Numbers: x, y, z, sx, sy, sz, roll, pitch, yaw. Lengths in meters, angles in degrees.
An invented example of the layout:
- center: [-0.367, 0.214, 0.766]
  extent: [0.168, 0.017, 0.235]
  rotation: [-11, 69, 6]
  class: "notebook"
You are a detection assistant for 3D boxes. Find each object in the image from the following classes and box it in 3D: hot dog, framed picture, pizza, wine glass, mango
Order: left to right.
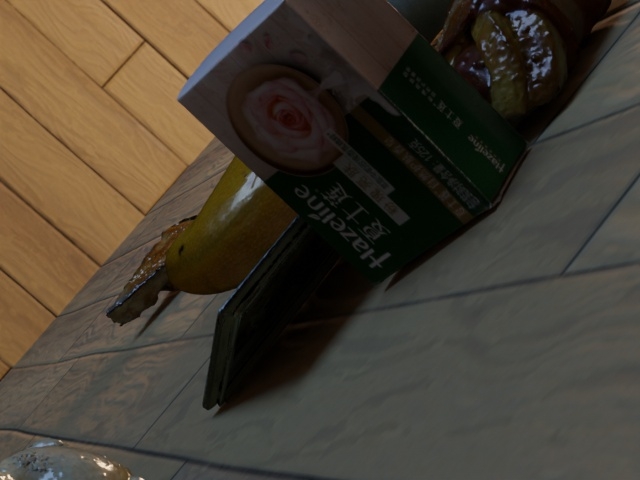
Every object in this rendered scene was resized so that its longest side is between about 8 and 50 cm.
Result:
- center: [-0.197, 0.040, 2.184]
  extent: [0.195, 0.052, 0.185]
  rotation: [-46, 15, -20]
  class: "pizza"
- center: [-0.040, -0.041, 1.608]
  extent: [0.262, 0.109, 0.157]
  rotation: [-51, 18, 10]
  class: "mango"
- center: [0.000, 0.000, 1.320]
  extent: [0.274, 0.017, 0.217]
  rotation: [-52, -9, -21]
  class: "framed picture"
- center: [0.091, -0.259, 1.933]
  extent: [0.231, 0.103, 0.103]
  rotation: [-41, 11, 23]
  class: "wine glass"
- center: [0.134, -0.151, 1.240]
  extent: [0.146, 0.103, 0.213]
  rotation: [-41, 11, 40]
  class: "hot dog"

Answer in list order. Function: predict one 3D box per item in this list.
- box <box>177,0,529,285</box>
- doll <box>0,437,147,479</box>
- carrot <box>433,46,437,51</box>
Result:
- center: [0.022, -0.081, 1.154]
  extent: [0.135, 0.199, 0.081]
  rotation: [-38, 11, 44]
  class: "box"
- center: [-0.235, 0.259, 1.167]
  extent: [0.175, 0.149, 0.278]
  rotation: [17, 75, 45]
  class: "doll"
- center: [0.038, -0.143, 1.817]
  extent: [0.336, 0.069, 0.069]
  rotation: [-32, 18, 53]
  class: "carrot"
